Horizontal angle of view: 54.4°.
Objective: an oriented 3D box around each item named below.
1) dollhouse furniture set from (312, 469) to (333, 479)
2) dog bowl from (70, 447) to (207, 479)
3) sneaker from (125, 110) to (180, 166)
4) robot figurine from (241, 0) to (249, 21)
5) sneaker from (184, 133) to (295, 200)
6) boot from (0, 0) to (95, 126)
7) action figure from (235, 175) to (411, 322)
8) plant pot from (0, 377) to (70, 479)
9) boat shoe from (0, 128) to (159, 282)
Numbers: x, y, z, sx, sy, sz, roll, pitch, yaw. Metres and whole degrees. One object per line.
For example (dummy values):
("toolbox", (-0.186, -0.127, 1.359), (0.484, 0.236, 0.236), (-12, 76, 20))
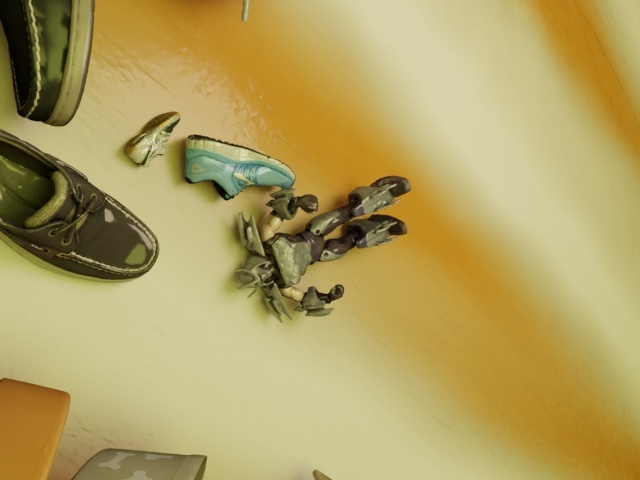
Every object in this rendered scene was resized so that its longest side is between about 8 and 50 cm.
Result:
("dollhouse furniture set", (-0.032, 0.489, 0.854), (0.198, 0.151, 0.301), (40, 91, -19))
("dog bowl", (-0.211, 0.354, 0.561), (0.102, 0.348, 0.348), (18, 75, 0))
("sneaker", (-0.198, -0.123, 0.757), (0.083, 0.032, 0.037), (-48, 131, -23))
("robot figurine", (-0.112, -0.444, 0.717), (0.300, 0.200, 0.353), (-28, 108, -11))
("sneaker", (-0.109, -0.087, 0.818), (0.162, 0.063, 0.073), (11, 101, -35))
("boot", (-0.366, -0.291, 0.551), (0.284, 0.138, 0.376), (-6, 89, -40))
("action figure", (0.000, 0.000, 0.869), (0.285, 0.099, 0.185), (-28, 119, -31))
("plant pot", (-0.354, 0.230, 0.484), (0.204, 0.291, 0.290), (24, 74, -19))
("boat shoe", (-0.285, -0.035, 0.641), (0.285, 0.092, 0.102), (36, 68, -33))
